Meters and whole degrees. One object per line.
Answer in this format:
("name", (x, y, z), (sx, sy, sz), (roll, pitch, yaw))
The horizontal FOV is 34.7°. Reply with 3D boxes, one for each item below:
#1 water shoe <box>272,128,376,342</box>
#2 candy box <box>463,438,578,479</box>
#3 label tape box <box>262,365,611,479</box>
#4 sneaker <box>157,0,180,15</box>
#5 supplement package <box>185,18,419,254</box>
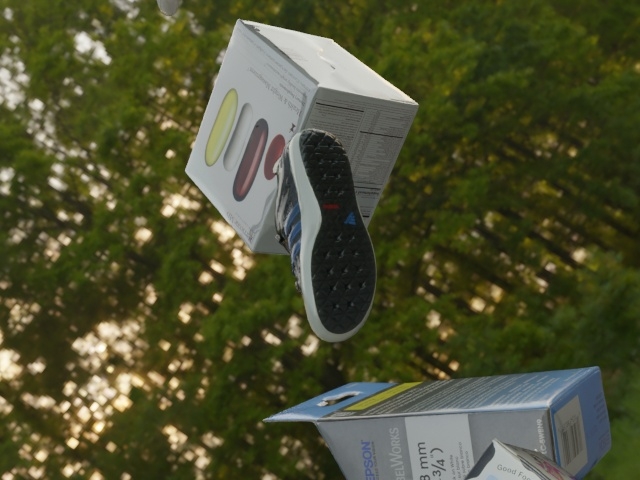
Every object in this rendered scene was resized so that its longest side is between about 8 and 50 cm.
("water shoe", (0.000, 0.000, 0.940), (0.080, 0.073, 0.203), (-37, 53, 56))
("candy box", (0.095, 0.226, 0.641), (0.196, 0.070, 0.165), (-55, -25, 1))
("label tape box", (0.140, 0.225, 1.183), (0.241, 0.334, 0.105), (-6, -92, -62))
("sneaker", (-0.214, -0.409, 1.583), (0.053, 0.061, 0.152), (-65, -2, -49))
("supplement package", (-0.029, -0.116, 1.186), (0.149, 0.194, 0.203), (4, -62, -37))
